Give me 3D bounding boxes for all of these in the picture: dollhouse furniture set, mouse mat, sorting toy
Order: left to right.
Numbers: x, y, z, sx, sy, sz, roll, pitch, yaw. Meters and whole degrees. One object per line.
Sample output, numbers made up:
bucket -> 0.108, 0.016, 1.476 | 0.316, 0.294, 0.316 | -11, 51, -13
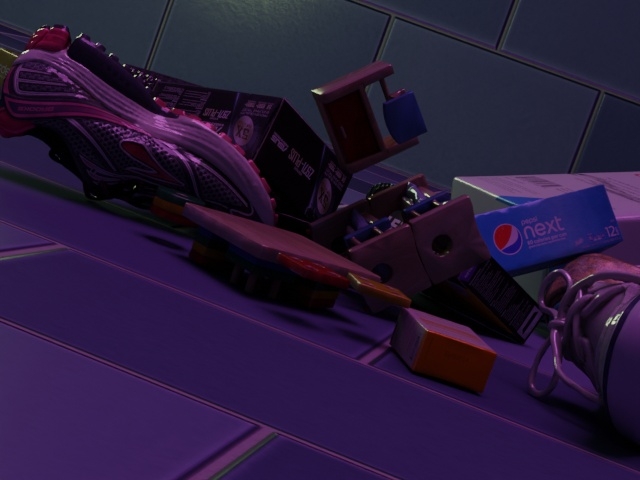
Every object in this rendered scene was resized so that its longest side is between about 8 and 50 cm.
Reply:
sorting toy -> -0.035, 0.022, 1.520 | 0.132, 0.046, 0.274 | 16, 7, -38
mouse mat -> 0.000, 0.000, 1.818 | 0.152, 0.007, 0.189 | 19, -9, -14
dollhouse furniture set -> 0.050, -0.051, 1.644 | 0.129, 0.184, 0.129 | -25, 18, -11

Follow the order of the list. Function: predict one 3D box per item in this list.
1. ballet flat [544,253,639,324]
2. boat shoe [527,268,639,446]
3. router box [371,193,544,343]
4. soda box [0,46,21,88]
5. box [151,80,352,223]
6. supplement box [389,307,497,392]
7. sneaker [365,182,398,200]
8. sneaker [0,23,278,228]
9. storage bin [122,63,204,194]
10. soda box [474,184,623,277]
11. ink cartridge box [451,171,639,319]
ballet flat -> 0.416, 0.097, 1.916 | 0.348, 0.123, 0.123 | 18, 6, 11
boat shoe -> 0.247, 0.083, 1.487 | 0.156, 0.136, 0.367 | 22, 3, 20
router box -> 0.129, 0.028, 1.808 | 0.179, 0.046, 0.133 | 27, -13, 50
soda box -> -0.396, -0.217, 2.426 | 0.061, 0.058, 0.181 | 15, 8, -41
box -> -0.083, -0.086, 1.825 | 0.180, 0.077, 0.147 | 12, -24, 38
supplement box -> 0.097, 0.087, 1.419 | 0.062, 0.036, 0.098 | 19, 6, -11
sneaker -> 0.165, -0.029, 2.538 | 0.209, 0.069, 0.082 | 24, 3, 32
sneaker -> -0.174, -0.076, 1.689 | 0.299, 0.112, 0.121 | 34, -19, -14
storage bin -> -0.164, -0.114, 1.962 | 0.084, 0.122, 0.180 | 24, 7, 32
soda box -> 0.226, -0.001, 1.964 | 0.210, 0.071, 0.067 | -13, -10, -25
ink cartridge box -> 0.344, 0.000, 2.203 | 0.307, 0.129, 0.223 | -3, 16, -28
